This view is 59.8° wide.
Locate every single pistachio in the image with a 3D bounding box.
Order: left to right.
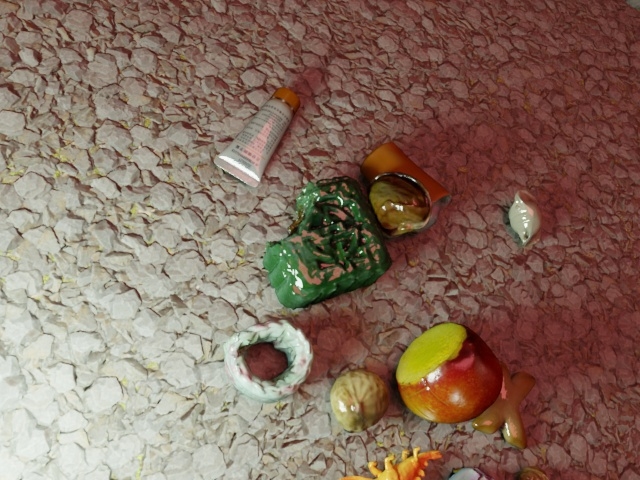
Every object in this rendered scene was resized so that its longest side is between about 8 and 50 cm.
[{"bbox_3d":[0.199,-0.100,1.475,0.210,0.165,0.130,39,11,35],"label":"pistachio"}]

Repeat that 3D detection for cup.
[{"bbox_3d":[0.224,-0.138,1.617,0.226,0.182,0.264,-35,74,-8],"label":"cup"}]

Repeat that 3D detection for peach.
[{"bbox_3d":[0.330,0.327,1.376,0.245,0.274,0.248,18,69,-7],"label":"peach"}]

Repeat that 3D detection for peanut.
[{"bbox_3d":[0.096,0.388,1.364,0.159,0.109,0.140,-17,84,-37],"label":"peanut"}]

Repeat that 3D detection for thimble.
[{"bbox_3d":[-0.129,0.280,1.312,0.211,0.149,0.185,23,64,-7],"label":"thimble"}]

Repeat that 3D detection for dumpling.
[{"bbox_3d":[0.665,-0.077,1.768,0.134,0.100,0.169,-13,74,-38],"label":"dumpling"}]

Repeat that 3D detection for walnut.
[{"bbox_3d":[0.555,0.628,1.431,0.079,0.082,0.096,-8,66,-52],"label":"walnut"}]

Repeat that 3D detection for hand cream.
[{"bbox_3d":[-0.161,-0.299,1.593,0.140,0.089,0.314,34,65,-1],"label":"hand cream"}]

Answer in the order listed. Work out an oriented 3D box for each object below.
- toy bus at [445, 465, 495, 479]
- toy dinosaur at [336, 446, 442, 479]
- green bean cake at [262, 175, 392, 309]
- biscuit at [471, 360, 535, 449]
[{"bbox_3d":[0.290,0.684,1.268,0.386,0.162,0.171,-33,80,-28],"label":"toy bus"},{"bbox_3d":[0.173,0.577,1.331,0.288,0.070,0.117,-14,73,-19],"label":"toy dinosaur"},{"bbox_3d":[0.000,0.000,1.469,0.308,0.169,0.300,-17,74,-23],"label":"green bean cake"},{"bbox_3d":[0.504,0.439,1.513,0.164,0.047,0.207,24,62,-6],"label":"biscuit"}]
